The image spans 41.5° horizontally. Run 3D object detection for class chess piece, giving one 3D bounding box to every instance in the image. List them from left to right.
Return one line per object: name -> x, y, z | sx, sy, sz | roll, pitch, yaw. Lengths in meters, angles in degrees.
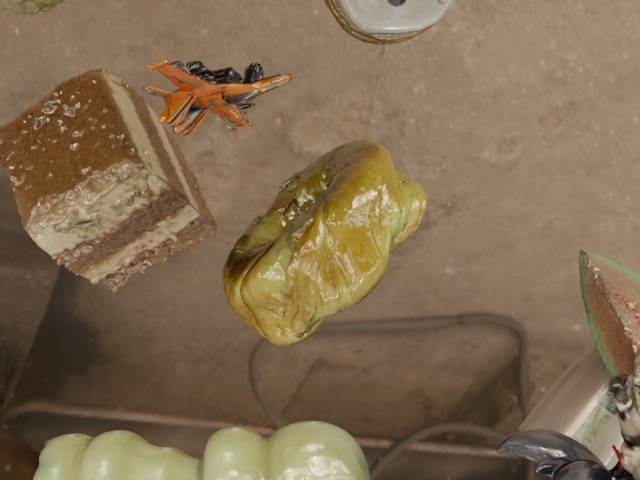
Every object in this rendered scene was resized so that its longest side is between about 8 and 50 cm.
chess piece -> -0.082, 0.200, 0.648 | 0.243, 0.133, 0.133 | -10, 135, 5

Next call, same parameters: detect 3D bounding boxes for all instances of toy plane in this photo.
toy plane -> -0.098, -0.160, 0.879 | 0.188, 0.062, 0.135 | -16, 147, 36

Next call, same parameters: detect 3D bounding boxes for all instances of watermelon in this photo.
watermelon -> 0.302, 0.072, 0.811 | 0.101, 0.155, 0.080 | -25, 137, -2

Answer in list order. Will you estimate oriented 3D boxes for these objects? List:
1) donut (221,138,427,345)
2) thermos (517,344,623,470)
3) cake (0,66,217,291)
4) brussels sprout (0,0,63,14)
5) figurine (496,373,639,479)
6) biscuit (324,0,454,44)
donut -> 0.000, 0.000, 1.292 | 0.360, 0.360, 0.170 | -39, 106, 22
thermos -> 0.322, 0.170, 0.894 | 0.193, 0.137, 0.105 | -52, 146, 0
cake -> -0.371, -0.096, 1.456 | 0.256, 0.282, 0.290 | -33, 153, 9
brussels sprout -> -0.303, -0.414, 0.902 | 0.243, 0.273, 0.317 | -21, 167, -45
figurine -> 0.267, 0.251, 0.704 | 0.197, 0.175, 0.265 | -40, 104, 21
biscuit -> 0.096, -0.346, 1.063 | 0.181, 0.049, 0.208 | 45, 75, -17
